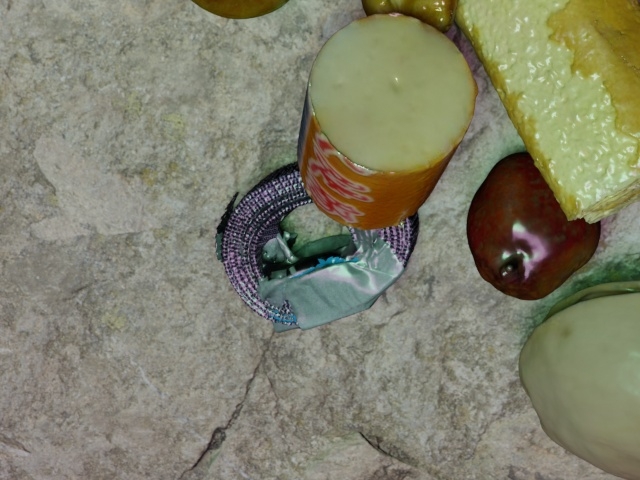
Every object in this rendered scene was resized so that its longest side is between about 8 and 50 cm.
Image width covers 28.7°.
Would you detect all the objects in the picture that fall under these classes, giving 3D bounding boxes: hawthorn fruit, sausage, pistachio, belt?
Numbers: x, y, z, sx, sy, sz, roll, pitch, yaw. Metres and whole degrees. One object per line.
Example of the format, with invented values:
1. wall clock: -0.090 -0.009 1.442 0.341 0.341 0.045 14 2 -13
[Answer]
1. hawthorn fruit: 0.304 -0.013 1.854 0.208 0.248 0.208 15 128 20
2. sausage: 0.083 -0.161 1.780 0.233 0.287 0.233 2 74 -5
3. pistachio: 0.530 0.221 1.919 0.446 0.281 0.365 4 124 26
4. belt: 0.000 0.000 2.006 0.325 0.122 0.260 -18 102 17

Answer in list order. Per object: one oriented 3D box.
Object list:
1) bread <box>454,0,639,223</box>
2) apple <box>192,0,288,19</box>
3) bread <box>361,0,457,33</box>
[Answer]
1. bread: 0.365 -0.234 1.730 0.237 0.165 0.375 -35 74 25
2. apple: -0.117 -0.435 1.800 0.237 0.207 0.236 -1 103 -4
3. bread: 0.132 -0.437 1.753 0.132 0.167 0.294 2 115 -14
